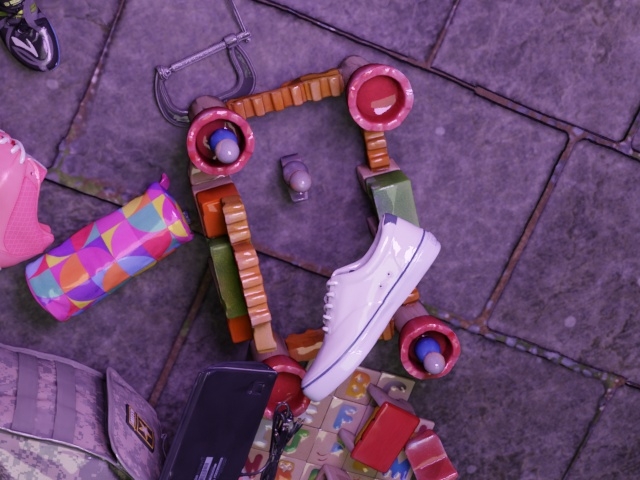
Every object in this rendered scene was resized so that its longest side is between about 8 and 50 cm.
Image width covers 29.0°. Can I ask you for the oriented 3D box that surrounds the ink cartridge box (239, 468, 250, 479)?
[{"bbox_3d":[-0.206,0.381,1.832,0.198,0.067,0.115,-23,108,1],"label":"ink cartridge box"}]

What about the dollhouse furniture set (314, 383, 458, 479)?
[{"bbox_3d":[0.078,0.433,1.852,0.201,0.152,0.374,28,102,-19],"label":"dollhouse furniture set"}]

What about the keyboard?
[{"bbox_3d":[-0.130,0.304,1.632,0.202,0.033,0.317,11,106,-41],"label":"keyboard"}]

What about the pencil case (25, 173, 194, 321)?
[{"bbox_3d":[-0.284,0.013,1.683,0.236,0.104,0.104,-33,111,-1],"label":"pencil case"}]

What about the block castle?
[{"bbox_3d":[0.000,0.000,1.661,0.303,0.213,0.453,-15,113,-6],"label":"block castle"}]

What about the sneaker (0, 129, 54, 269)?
[{"bbox_3d":[-0.433,-0.106,1.619,0.136,0.116,0.313,-17,118,-16],"label":"sneaker"}]

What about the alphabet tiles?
[{"bbox_3d":[0.005,0.342,1.895,0.285,0.011,0.342,17,104,-16],"label":"alphabet tiles"}]

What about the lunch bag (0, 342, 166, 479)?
[{"bbox_3d":[-0.338,0.277,1.684,0.287,0.235,0.168,17,111,-18],"label":"lunch bag"}]

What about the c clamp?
[{"bbox_3d":[-0.156,-0.231,1.663,0.161,0.022,0.137,-30,118,0],"label":"c clamp"}]

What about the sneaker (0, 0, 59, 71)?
[{"bbox_3d":[-0.388,-0.296,1.563,0.067,0.078,0.188,-22,112,-3],"label":"sneaker"}]

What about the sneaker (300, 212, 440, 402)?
[{"bbox_3d":[0.042,0.080,1.552,0.091,0.094,0.258,35,92,-4],"label":"sneaker"}]
